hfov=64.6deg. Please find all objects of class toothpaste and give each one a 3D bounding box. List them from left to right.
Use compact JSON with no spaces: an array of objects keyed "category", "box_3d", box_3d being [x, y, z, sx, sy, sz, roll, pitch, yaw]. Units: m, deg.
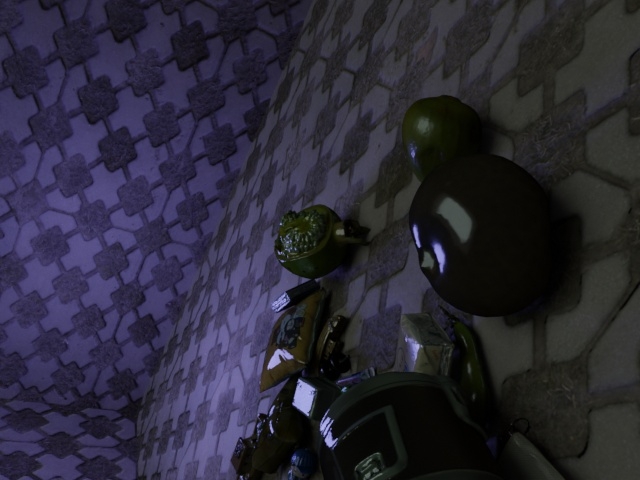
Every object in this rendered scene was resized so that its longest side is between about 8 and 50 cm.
[{"category":"toothpaste","box_3d":[0.102,0.403,1.474,0.170,0.028,0.045,-32,54,46]}]

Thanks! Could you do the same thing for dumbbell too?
[{"category":"dumbbell","box_3d":[0.046,0.384,1.540,0.147,0.069,0.069,-48,37,39]}]

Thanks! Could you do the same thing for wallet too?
[{"category":"wallet","box_3d":[0.366,0.528,0.897,0.275,0.068,0.335,-135,60,-63]}]

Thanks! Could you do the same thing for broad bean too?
[{"category":"broad bean","box_3d":[0.326,0.290,1.107,0.075,0.067,0.325,-20,51,26]}]

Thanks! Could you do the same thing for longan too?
[{"category":"longan","box_3d":[0.336,-0.017,1.052,0.288,0.288,0.350,-31,60,51]}]

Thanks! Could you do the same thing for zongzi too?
[{"category":"zongzi","box_3d":[-0.135,0.605,1.716,0.289,0.123,0.260,-83,19,-52]}]

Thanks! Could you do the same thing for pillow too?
[{"category":"pillow","box_3d":[-0.098,0.343,1.740,0.312,0.119,0.310,-42,28,46]}]

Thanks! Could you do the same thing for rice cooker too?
[{"category":"rice cooker","box_3d":[0.164,0.429,0.944,0.335,0.335,0.325,-61,22,20]}]

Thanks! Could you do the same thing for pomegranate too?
[{"category":"pomegranate","box_3d":[0.000,0.000,1.692,0.341,0.260,0.260,-4,68,30]}]

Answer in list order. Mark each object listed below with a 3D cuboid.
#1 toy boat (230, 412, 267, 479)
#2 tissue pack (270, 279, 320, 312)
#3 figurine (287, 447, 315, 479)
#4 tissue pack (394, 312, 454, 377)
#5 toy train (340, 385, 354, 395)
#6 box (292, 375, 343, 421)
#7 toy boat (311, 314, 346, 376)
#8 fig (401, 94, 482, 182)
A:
[{"category":"toy boat","box_3d":[-0.252,0.772,1.803,0.089,0.121,0.321,29,99,56]},{"category":"tissue pack","box_3d":[-0.089,0.199,1.807,0.112,0.156,0.051,-43,73,42]},{"category":"figurine","box_3d":[-0.060,0.712,1.551,0.087,0.086,0.149,-39,-31,-63]},{"category":"tissue pack","box_3d":[0.232,0.284,1.164,0.148,0.092,0.196,-116,28,-67]},{"category":"toy train","box_3d":[0.089,0.515,1.416,0.044,0.042,0.209,-47,37,40]},{"category":"box","box_3d":[-0.015,0.489,1.563,0.172,0.093,0.124,2,77,61]},{"category":"toy boat","box_3d":[0.032,0.335,1.609,0.072,0.064,0.206,23,98,43]},{"category":"fig","box_3d":[0.313,-0.254,1.297,0.207,0.207,0.230,2,100,61]}]
